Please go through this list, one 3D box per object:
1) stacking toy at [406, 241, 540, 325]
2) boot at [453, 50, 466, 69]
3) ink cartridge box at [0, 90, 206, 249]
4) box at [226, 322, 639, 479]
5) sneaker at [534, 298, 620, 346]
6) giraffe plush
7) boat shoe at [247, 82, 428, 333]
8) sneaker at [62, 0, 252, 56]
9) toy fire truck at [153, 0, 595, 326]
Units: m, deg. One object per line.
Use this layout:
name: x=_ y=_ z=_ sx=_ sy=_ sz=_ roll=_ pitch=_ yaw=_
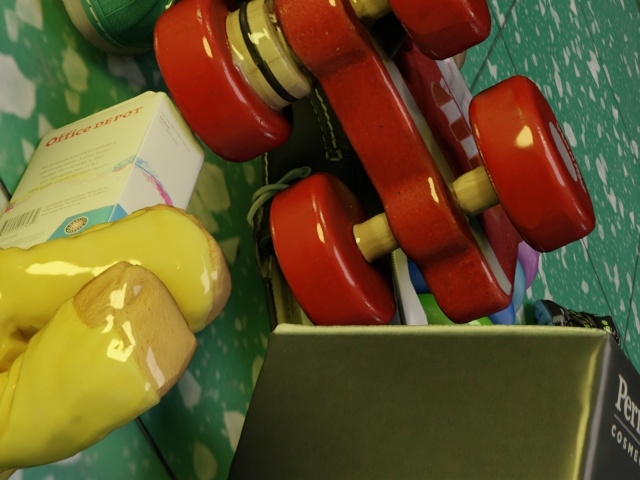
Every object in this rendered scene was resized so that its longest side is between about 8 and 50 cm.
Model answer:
stacking toy: x=0.097 y=0.089 z=0.996 sx=0.141 sy=0.141 sz=0.330 roll=56 pitch=36 yaw=-34
boot: x=0.038 y=-0.232 z=1.100 sx=0.220 sy=0.109 sz=0.283 roll=-48 pitch=126 yaw=-55
ink cartridge box: x=-0.121 y=-0.014 z=0.660 sx=0.052 sy=0.088 sz=0.122 roll=54 pitch=33 yaw=-34
box: x=0.077 y=0.284 z=0.664 sx=0.293 sy=0.212 sz=0.395 roll=44 pitch=52 yaw=-45
sneaker: x=0.302 y=0.103 z=1.441 sx=0.188 sy=0.078 sz=0.067 roll=24 pitch=55 yaw=-57
giraffe plush: x=-0.164 y=0.016 z=0.501 sx=0.170 sy=0.210 sz=0.181 roll=52 pitch=-7 yaw=-11
boat shoe: x=0.000 y=0.000 z=0.866 sx=0.091 sy=0.114 sz=0.302 roll=0 pitch=63 yaw=-36
sneaker: x=-0.064 y=-0.201 z=0.836 sx=0.302 sy=0.121 sz=0.108 roll=-37 pitch=109 yaw=-62
toy fire truck: x=0.044 y=-0.098 z=0.770 sx=0.302 sy=0.169 sz=0.254 roll=60 pitch=18 yaw=-13
